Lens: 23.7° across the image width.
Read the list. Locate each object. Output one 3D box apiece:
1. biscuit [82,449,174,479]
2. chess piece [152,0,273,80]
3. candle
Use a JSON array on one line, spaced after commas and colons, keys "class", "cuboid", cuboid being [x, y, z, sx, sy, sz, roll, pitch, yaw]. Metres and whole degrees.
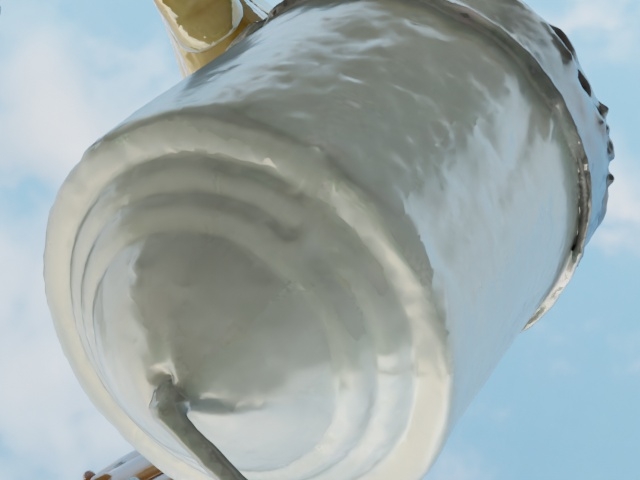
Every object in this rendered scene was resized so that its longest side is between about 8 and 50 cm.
[{"class": "biscuit", "cuboid": [-0.134, 0.183, 1.122, 0.170, 0.170, 0.050, -31, -79, -20]}, {"class": "chess piece", "cuboid": [-0.043, -0.104, 0.988, 0.137, 0.301, 0.137, -23, -142, 19]}, {"class": "candle", "cuboid": [0.000, 0.000, 0.738, 0.221, 0.221, 0.342, 23, -148, 17]}]
